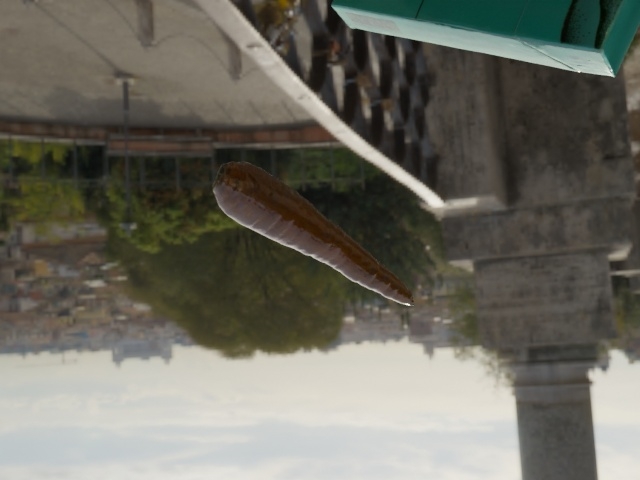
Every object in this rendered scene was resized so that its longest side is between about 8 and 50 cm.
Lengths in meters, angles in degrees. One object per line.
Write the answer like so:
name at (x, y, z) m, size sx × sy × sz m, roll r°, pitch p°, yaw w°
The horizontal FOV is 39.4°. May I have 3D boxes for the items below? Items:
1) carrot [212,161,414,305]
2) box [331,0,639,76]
carrot at (0.000, 0.000, 0.753) m, size 0.216 × 0.048 × 0.048 m, roll 33°, pitch 158°, yaw -22°
box at (0.134, -0.212, 0.640) m, size 0.226 × 0.161 × 0.042 m, roll 22°, pitch 172°, yaw 38°
